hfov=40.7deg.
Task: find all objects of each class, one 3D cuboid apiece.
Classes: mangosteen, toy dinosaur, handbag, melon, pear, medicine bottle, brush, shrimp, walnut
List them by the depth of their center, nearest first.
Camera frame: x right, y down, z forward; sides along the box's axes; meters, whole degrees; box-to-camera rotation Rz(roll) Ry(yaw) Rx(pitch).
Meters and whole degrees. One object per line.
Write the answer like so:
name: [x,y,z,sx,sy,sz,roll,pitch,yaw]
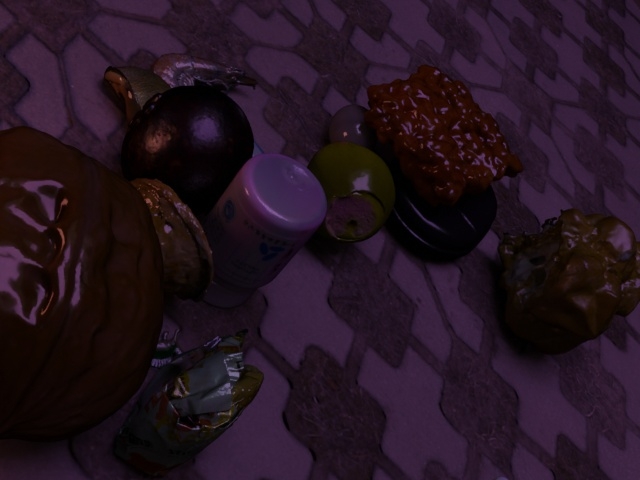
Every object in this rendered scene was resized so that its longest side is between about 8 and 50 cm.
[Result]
walnut: [-0.366,0.057,1.079,0.354,0.308,0.397,15,51,-28]
toy dinosaur: [-0.251,0.163,1.293,0.120,0.029,0.060,2,71,-32]
medicine bottle: [-0.110,-0.009,1.367,0.152,0.254,0.152,21,45,-23]
mangosteen: [-0.194,-0.127,1.447,0.289,0.231,0.231,40,37,-34]
melon: [-0.313,-0.268,1.564,0.128,0.079,0.160,-21,68,-38]
pear: [0.048,-0.094,1.615,0.188,0.187,0.219,23,22,-20]
brush: [0.000,0.000,1.624,0.084,0.013,0.016,35,40,-9]
shrimp: [-0.223,-0.306,1.691,0.224,0.047,0.126,3,61,-28]
handbag: [0.248,-0.088,1.822,0.254,0.093,0.308,46,42,4]

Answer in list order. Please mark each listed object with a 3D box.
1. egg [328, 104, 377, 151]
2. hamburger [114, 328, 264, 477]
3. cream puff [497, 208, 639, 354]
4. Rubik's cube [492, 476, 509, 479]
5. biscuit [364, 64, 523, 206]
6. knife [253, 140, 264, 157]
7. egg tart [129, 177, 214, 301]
egg: [0.068,-0.226,1.797,0.103,0.103,0.135,22,40,-21]
hamburger: [-0.160,0.209,1.186,0.125,0.214,0.235,54,36,-3]
cream puff: [0.517,0.095,1.742,0.275,0.323,0.269,6,74,-20]
Rubik's cube: [0.161,0.543,1.059,0.318,0.316,0.322,51,41,11]
biscuit: [0.249,-0.223,1.784,0.312,0.110,0.318,-24,74,-47]
knife: [-0.104,-0.119,1.634,0.222,0.031,0.064,54,39,9]
egg tart: [-0.248,0.006,1.301,0.090,0.212,0.212,-30,76,-32]
